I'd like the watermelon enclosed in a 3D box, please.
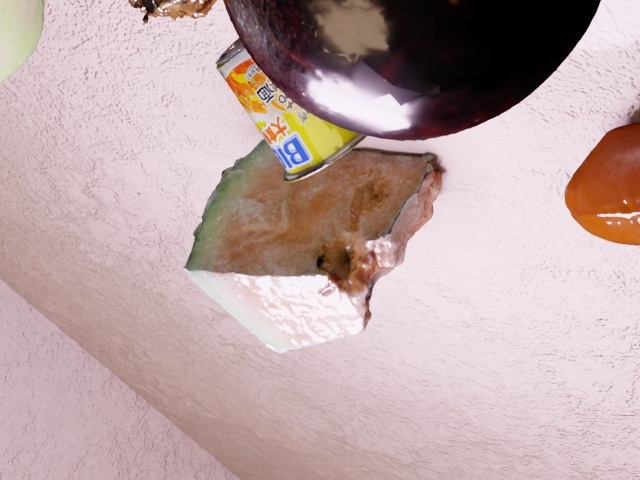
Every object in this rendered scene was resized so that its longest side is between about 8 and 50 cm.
[{"bbox_3d":[-0.001,0.008,1.358,0.302,0.264,0.151,10,148,31],"label":"watermelon"}]

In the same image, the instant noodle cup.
[{"bbox_3d":[-0.010,-0.184,1.113,0.153,0.205,0.205,48,151,-14],"label":"instant noodle cup"}]

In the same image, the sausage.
[{"bbox_3d":[0.354,-0.058,1.010,0.133,0.133,0.258,43,151,-24],"label":"sausage"}]

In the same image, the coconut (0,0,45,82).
[{"bbox_3d":[-0.484,-0.336,1.249,0.328,0.281,0.328,159,90,-77],"label":"coconut"}]

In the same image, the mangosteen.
[{"bbox_3d":[0.076,-0.228,0.801,0.330,0.330,0.330,25,153,13],"label":"mangosteen"}]

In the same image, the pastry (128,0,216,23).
[{"bbox_3d":[-0.159,-0.324,0.926,0.193,0.275,0.275,-11,152,-8],"label":"pastry"}]
